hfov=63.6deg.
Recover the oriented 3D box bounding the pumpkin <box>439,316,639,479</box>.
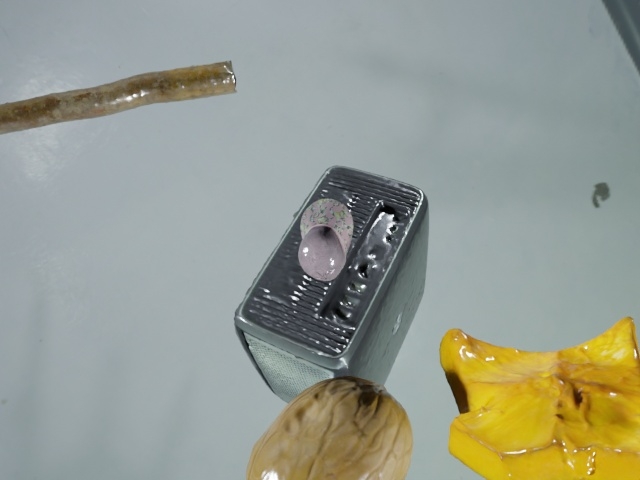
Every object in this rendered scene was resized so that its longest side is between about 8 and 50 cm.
[{"bbox_3d":[0.260,0.168,0.547,0.258,0.290,0.095,-11,100,13],"label":"pumpkin"}]

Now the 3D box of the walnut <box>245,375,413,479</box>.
[{"bbox_3d":[0.012,0.249,0.591,0.207,0.167,0.167,-46,111,-19],"label":"walnut"}]

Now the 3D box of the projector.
[{"bbox_3d":[0.043,0.121,1.026,0.395,0.242,0.405,-58,156,-27],"label":"projector"}]

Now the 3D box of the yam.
[{"bbox_3d":[-0.266,-0.174,0.634,0.327,0.045,0.045,-14,83,-10],"label":"yam"}]

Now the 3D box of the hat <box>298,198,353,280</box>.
[{"bbox_3d":[0.000,-0.003,0.525,0.058,0.042,0.087,2,82,18],"label":"hat"}]
